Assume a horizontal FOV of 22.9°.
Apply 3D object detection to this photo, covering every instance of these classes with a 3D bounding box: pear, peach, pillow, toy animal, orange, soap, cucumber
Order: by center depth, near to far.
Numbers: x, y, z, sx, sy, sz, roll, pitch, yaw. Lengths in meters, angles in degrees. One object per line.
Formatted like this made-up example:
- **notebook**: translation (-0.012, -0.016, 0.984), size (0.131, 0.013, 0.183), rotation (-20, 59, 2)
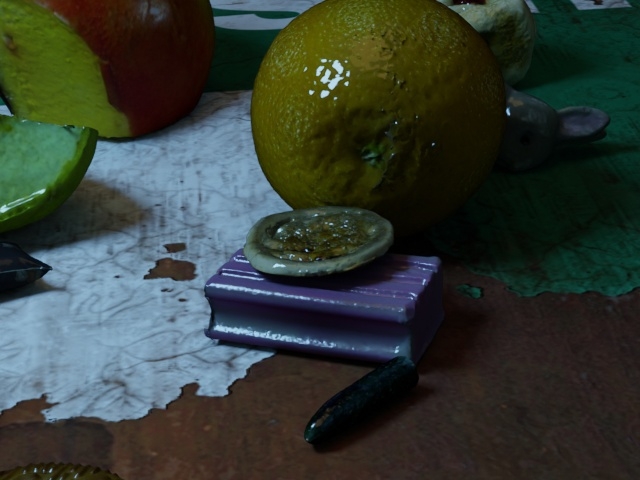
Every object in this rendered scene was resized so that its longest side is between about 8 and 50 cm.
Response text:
- **cucumber**: translation (0.030, 0.137, 1.337), size (0.032, 0.032, 0.133), rotation (20, 34, 38)
- **soap**: translation (0.006, 0.055, 1.471), size (0.203, 0.066, 0.122), rotation (7, 26, 19)
- **pillow**: translation (-0.351, 0.033, 1.570), size (0.150, 0.048, 0.090), rotation (-12, 35, -29)
- **orange**: translation (0.059, -0.130, 1.633), size (0.274, 0.274, 0.274), rotation (-2, 25, 1)
- **pear**: translation (-0.395, -0.082, 1.721), size (0.288, 0.139, 0.239), rotation (7, 7, -10)
- **toy animal**: translation (0.209, -0.141, 1.826), size (0.251, 0.125, 0.127), rotation (16, 0, 2)
- **peach**: translation (-0.279, -0.292, 1.975), size (0.242, 0.306, 0.380), rotation (1, 19, 24)

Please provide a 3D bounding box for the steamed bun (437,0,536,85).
- **steamed bun**: translation (0.170, -0.257, 2.045), size (0.172, 0.141, 0.155), rotation (25, 41, 38)

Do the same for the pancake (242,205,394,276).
- **pancake**: translation (0.000, 0.001, 1.481), size (0.151, 0.025, 0.152), rotation (-2, 23, 1)

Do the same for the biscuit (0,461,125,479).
- **biscuit**: translation (-0.218, 0.221, 1.184), size (0.187, 0.027, 0.188), rotation (-1, 26, 1)
